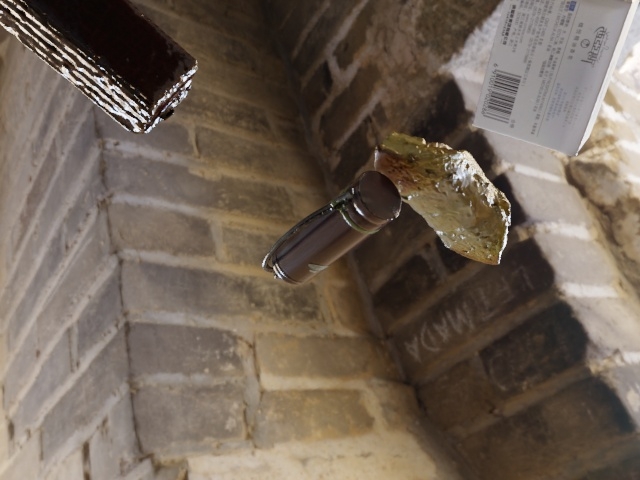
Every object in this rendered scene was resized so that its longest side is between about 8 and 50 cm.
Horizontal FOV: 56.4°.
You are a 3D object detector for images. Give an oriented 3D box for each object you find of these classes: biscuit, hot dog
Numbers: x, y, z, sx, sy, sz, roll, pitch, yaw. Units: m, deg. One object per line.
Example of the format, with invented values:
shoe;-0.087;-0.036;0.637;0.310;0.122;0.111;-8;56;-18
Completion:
biscuit;-0.317;-0.284;0.681;0.388;0.107;0.073;41;144;-14
hot dog;0.107;-0.046;0.511;0.078;0.061;0.169;-8;140;48

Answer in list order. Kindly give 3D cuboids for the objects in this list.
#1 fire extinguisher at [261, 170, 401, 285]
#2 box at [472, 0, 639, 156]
fire extinguisher;0.000;0.000;0.496;0.064;0.043;0.158;6;149;-37
box;0.419;-0.320;1.084;0.116;0.203;0.274;-39;144;-48
